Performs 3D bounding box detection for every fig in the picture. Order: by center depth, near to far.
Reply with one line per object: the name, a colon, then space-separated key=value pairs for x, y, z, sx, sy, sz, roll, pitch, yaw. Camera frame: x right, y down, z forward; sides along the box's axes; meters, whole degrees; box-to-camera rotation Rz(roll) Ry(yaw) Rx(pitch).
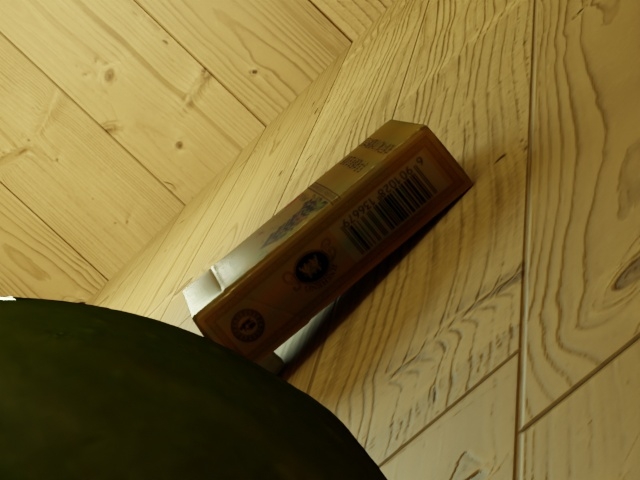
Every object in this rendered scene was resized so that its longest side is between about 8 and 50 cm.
fig: x=-0.113 y=0.156 z=0.708 sx=0.316 sy=0.316 sz=0.316 roll=-45 pitch=10 yaw=10

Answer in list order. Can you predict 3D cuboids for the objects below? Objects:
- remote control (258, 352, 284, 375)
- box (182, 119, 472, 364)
remote control: x=-0.110 y=0.172 z=1.465 sx=0.190 sy=0.029 sz=0.087 roll=-48 pitch=10 yaw=-5
box: x=0.000 y=0.000 z=1.474 sx=0.274 sy=0.076 sz=0.174 roll=-40 pitch=8 yaw=-2
